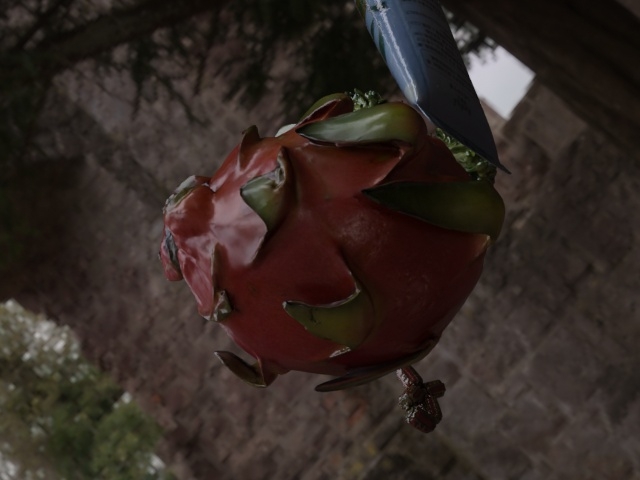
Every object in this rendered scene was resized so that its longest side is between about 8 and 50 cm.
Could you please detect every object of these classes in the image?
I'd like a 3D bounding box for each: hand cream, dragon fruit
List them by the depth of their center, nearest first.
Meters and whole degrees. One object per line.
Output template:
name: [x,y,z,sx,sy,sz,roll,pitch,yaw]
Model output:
hand cream: [0.054,-0.156,0.800,0.058,0.271,0.091,-36,-39,22]
dragon fruit: [0.006,0.001,0.875,0.227,0.224,0.224,-18,-26,-23]

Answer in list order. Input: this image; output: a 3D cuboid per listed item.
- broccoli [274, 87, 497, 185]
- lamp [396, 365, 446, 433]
broccoli: [0.046,-0.068,1.255,0.252,0.221,0.361,-62,-23,-16]
lamp: [0.107,0.170,1.260,0.031,0.063,0.083,-50,20,26]
